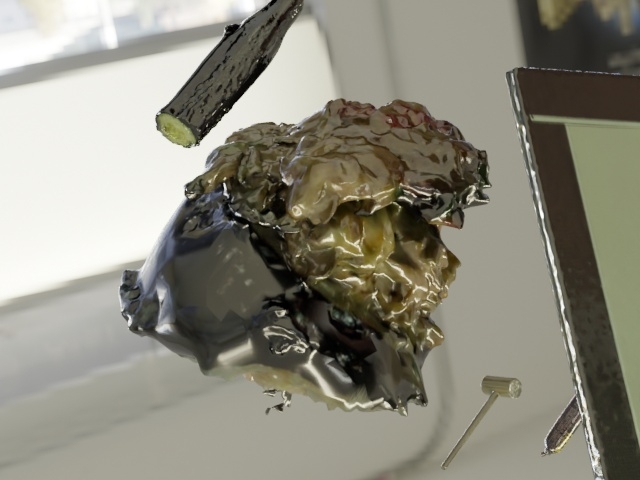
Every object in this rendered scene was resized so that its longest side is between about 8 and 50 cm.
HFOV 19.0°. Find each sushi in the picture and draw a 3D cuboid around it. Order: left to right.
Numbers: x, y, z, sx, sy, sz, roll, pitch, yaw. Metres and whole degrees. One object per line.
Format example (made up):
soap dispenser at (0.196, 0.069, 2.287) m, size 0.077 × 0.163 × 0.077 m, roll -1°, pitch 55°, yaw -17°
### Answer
sushi at (0.002, -0.005, 1.323) m, size 0.225 × 0.219 × 0.238 m, roll 12°, pitch -160°, yaw -36°

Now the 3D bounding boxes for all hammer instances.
hammer at (0.139, 0.163, 1.712) m, size 0.035 × 0.019 × 0.110 m, roll 1°, pitch -137°, yaw 48°

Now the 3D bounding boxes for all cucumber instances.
cucumber at (-0.051, -0.123, 1.244) m, size 0.163 × 0.039 × 0.043 m, roll -55°, pitch -170°, yaw -34°

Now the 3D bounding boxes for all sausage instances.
sausage at (0.299, 0.156, 2.061) m, size 0.028 × 0.198 × 0.025 m, roll 31°, pitch -172°, yaw -46°

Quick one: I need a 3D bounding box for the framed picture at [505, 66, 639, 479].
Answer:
framed picture at (0.251, 0.058, 1.156) m, size 0.265 × 0.347 × 0.016 m, roll 0°, pitch 159°, yaw -32°
